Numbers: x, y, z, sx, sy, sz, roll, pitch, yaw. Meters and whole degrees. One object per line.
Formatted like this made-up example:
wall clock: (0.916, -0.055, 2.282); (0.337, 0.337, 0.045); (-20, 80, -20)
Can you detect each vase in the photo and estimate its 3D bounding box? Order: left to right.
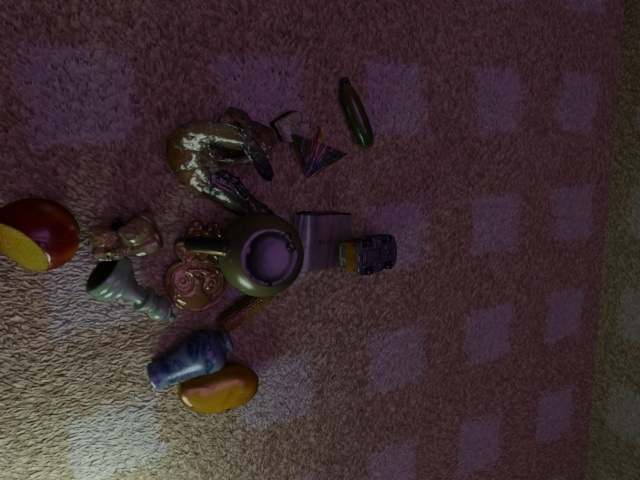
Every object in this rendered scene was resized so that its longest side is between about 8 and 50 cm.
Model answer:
vase: (-0.230, 0.028, 1.398); (0.329, 0.302, 0.240); (10, 91, -22)

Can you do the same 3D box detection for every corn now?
corn: (-0.241, 0.222, 1.554); (0.207, 0.068, 0.068); (-37, 113, -17)

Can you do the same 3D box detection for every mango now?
mango: (-0.326, 0.473, 1.538); (0.262, 0.109, 0.157); (1, 109, -22)

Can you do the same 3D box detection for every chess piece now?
chess piece: (-0.522, 0.161, 1.383); (0.139, 0.139, 0.271); (-51, 126, -10)

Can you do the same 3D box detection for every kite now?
kite: (-0.006, -0.292, 1.598); (0.241, 0.014, 0.183); (6, 108, -36)

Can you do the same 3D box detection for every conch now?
conch: (-0.225, -0.306, 1.432); (0.155, 0.130, 0.207); (-43, 101, -28)

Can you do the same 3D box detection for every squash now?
squash: (0.120, -0.427, 1.617); (0.066, 0.066, 0.252); (-32, 111, -18)

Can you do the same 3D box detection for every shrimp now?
shrimp: (-0.241, -0.188, 1.412); (0.272, 0.085, 0.445); (-27, 129, 28)

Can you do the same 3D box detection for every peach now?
peach: (-0.720, -0.013, 1.207); (0.192, 0.190, 0.190); (-14, 106, -43)

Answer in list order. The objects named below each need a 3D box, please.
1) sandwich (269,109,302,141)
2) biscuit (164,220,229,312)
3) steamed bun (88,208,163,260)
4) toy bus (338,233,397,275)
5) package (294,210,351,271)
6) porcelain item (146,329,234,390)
sandwich: (-0.099, -0.365, 1.536); (0.105, 0.036, 0.093); (-39, 113, -16)
biscuit: (-0.372, 0.083, 1.481); (0.202, 0.044, 0.288); (12, 96, -28)
steamed bun: (-0.524, -0.023, 1.307); (0.178, 0.192, 0.106); (-7, 105, -4)
toy bus: (0.162, 0.044, 1.674); (0.210, 0.136, 0.126); (-11, 102, -42)
package: (0.000, 0.000, 1.646); (0.251, 0.062, 0.203); (-1, 100, -40)
porcelain item: (-0.395, 0.363, 1.471); (0.259, 0.141, 0.141); (-25, 110, -10)
